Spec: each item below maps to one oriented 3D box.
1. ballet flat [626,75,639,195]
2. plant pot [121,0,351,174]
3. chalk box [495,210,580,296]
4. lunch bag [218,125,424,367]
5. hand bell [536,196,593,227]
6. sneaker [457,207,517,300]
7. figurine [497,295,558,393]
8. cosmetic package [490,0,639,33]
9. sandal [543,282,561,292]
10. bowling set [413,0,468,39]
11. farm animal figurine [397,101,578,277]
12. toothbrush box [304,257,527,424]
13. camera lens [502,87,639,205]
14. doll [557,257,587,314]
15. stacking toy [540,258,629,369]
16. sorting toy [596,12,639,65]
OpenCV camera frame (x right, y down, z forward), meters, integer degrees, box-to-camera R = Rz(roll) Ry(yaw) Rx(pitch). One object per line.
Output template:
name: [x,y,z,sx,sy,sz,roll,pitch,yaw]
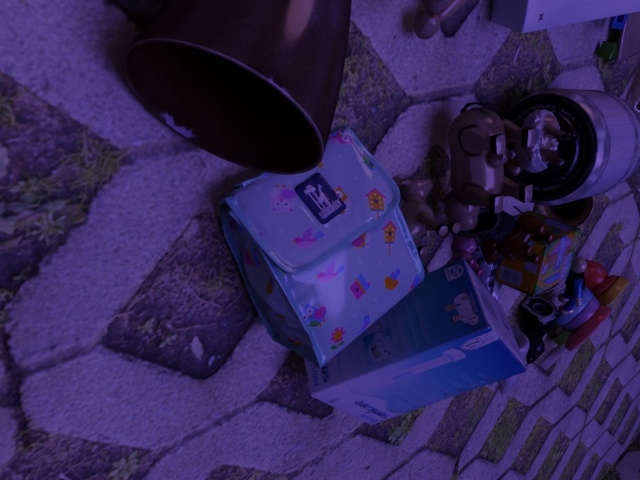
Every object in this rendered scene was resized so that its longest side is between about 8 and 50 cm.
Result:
ballet flat: [0.883,-0.327,1.618,0.147,0.147,0.408,-6,111,-45]
plant pot: [-0.056,-0.224,0.629,0.215,0.215,0.230,44,62,-48]
chalk box: [0.495,0.020,1.361,0.213,0.132,0.132,-18,122,-41]
lunch bag: [0.000,0.000,0.818,0.223,0.160,0.262,-35,121,-25]
hand bell: [0.633,-0.098,1.486,0.242,0.126,0.126,-9,116,-56]
sneaker: [0.312,0.041,1.209,0.153,0.101,0.268,39,74,-48]
figurine: [0.536,0.287,1.581,0.215,0.092,0.209,-38,137,-26]
cosmetic package: [0.479,-0.525,0.996,0.378,0.097,0.284,-16,125,-19]
sandal: [0.561,0.080,1.484,0.265,0.102,0.076,-30,128,-36]
bowling set: [0.141,-0.401,0.782,0.154,0.200,0.287,-48,179,-12]
farm animal figurine: [0.249,-0.080,1.027,0.331,0.172,0.326,1,108,-32]
toothbrush box: [0.149,0.177,0.967,0.296,0.126,0.216,-27,142,19]
camera lens: [0.500,-0.190,1.190,0.274,0.219,0.219,-12,118,-43]
doll: [0.630,0.110,1.479,0.189,0.046,0.129,80,18,-48]
stacking toy: [0.714,0.202,1.713,0.309,0.130,0.279,-29,158,-47]
sorting toy: [0.745,-0.529,1.410,0.348,0.047,0.195,-28,132,-34]
